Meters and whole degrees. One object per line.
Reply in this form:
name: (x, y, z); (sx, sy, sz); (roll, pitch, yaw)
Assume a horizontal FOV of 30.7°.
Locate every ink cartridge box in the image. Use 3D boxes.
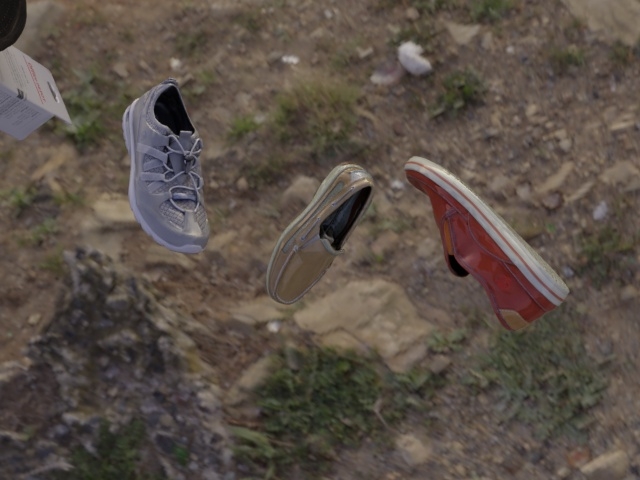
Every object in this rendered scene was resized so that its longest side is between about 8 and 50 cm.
ink cartridge box: (-0.392, -0.191, 1.413); (0.060, 0.180, 0.104); (-35, 61, 13)

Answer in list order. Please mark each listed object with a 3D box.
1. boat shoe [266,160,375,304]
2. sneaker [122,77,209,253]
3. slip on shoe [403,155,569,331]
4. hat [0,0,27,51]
boat shoe: (0.000, 0.000, 1.344); (0.190, 0.068, 0.072); (-61, 30, 14)
sneaker: (-0.221, -0.112, 1.698); (0.115, 0.105, 0.281); (-45, 57, 42)
slip on shoe: (0.201, -0.004, 1.575); (0.101, 0.123, 0.331); (-47, 49, 11)
hat: (-0.476, -0.332, 1.272); (0.134, 0.331, 0.331); (-24, 62, 16)
